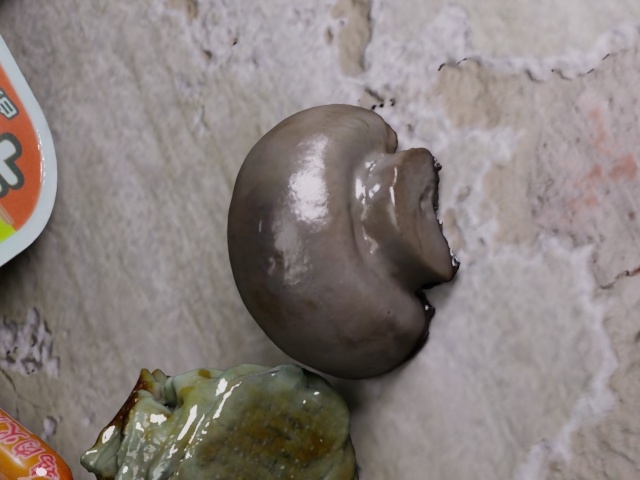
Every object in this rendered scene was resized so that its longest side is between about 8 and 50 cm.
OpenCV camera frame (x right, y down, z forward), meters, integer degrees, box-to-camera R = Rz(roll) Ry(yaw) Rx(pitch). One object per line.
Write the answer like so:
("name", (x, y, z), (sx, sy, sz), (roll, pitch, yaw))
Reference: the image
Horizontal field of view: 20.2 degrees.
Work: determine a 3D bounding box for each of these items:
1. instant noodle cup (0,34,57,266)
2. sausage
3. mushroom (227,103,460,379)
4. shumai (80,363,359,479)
("instant noodle cup", (-0.413, -0.051, 1.390), (0.308, 0.294, 0.293), (-18, 72, 38))
("sausage", (-0.306, 0.124, 1.419), (0.348, 0.053, 0.053), (31, 100, 35))
("mushroom", (0.000, 0.000, 1.197), (0.141, 0.117, 0.188), (-23, 74, 43))
("shumai", (-0.074, 0.171, 1.205), (0.142, 0.184, 0.184), (-2, 80, 60))
